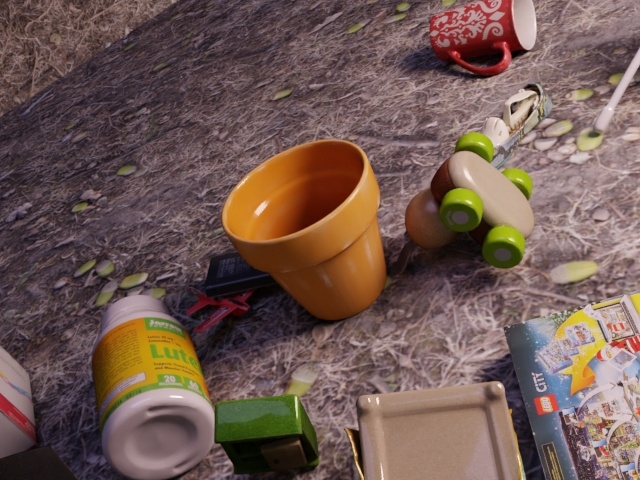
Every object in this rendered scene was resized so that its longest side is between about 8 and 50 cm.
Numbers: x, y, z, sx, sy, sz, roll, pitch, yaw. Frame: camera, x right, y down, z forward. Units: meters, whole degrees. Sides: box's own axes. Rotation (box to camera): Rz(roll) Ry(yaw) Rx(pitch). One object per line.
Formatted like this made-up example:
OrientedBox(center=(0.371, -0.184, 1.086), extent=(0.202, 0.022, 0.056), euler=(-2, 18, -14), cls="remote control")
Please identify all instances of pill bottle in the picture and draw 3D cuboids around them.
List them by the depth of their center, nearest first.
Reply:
OrientedBox(center=(-0.226, 0.179, 0.951), extent=(0.136, 0.136, 0.246), euler=(-30, 36, -3), cls="pill bottle")

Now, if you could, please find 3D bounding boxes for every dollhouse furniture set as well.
OrientedBox(center=(0.051, 0.263, 0.729), extent=(0.301, 0.151, 0.198), euler=(-6, 59, 2), cls="dollhouse furniture set")

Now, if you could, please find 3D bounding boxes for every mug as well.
OrientedBox(center=(0.287, -0.379, 1.323), extent=(0.169, 0.113, 0.150), euler=(-2, 42, 37), cls="mug")

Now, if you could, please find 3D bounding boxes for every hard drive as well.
OrientedBox(center=(-0.105, 0.042, 1.110), extent=(0.135, 0.022, 0.094), euler=(-13, 29, 7), cls="hard drive")

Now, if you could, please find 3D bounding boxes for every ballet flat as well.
OrientedBox(center=(0.283, -0.176, 1.113), extent=(0.188, 0.070, 0.070), euler=(-45, 39, -22), cls="ballet flat")

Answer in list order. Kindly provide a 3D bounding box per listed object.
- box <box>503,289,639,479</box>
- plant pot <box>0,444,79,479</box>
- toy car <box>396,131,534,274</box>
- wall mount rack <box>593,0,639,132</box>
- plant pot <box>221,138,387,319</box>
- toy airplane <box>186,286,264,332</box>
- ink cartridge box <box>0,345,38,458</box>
OrientedBox(center=(0.285, 0.160, 0.714), extent=(0.159, 0.044, 0.233), euler=(-18, 37, 14), cls="box")
OrientedBox(center=(-0.323, 0.340, 0.792), extent=(0.167, 0.188, 0.187), euler=(-35, 34, -29), cls="plant pot")
OrientedBox(center=(0.175, -0.023, 0.979), extent=(0.188, 0.149, 0.155), euler=(-38, 20, 41), cls="toy car")
OrientedBox(center=(0.550, -0.239, 0.969), extent=(0.304, 0.130, 0.350), euler=(-32, 36, -11), cls="wall mount rack")
OrientedBox(center=(0.000, 0.000, 0.977), extent=(0.205, 0.188, 0.205), euler=(-18, 36, 14), cls="plant pot")
OrientedBox(center=(-0.149, 0.096, 1.092), extent=(0.151, 0.028, 0.151), euler=(-13, 29, 7), cls="toy airplane")
OrientedBox(center=(-0.512, 0.244, 1.068), extent=(0.128, 0.127, 0.176), euler=(-33, 36, -6), cls="ink cartridge box")
